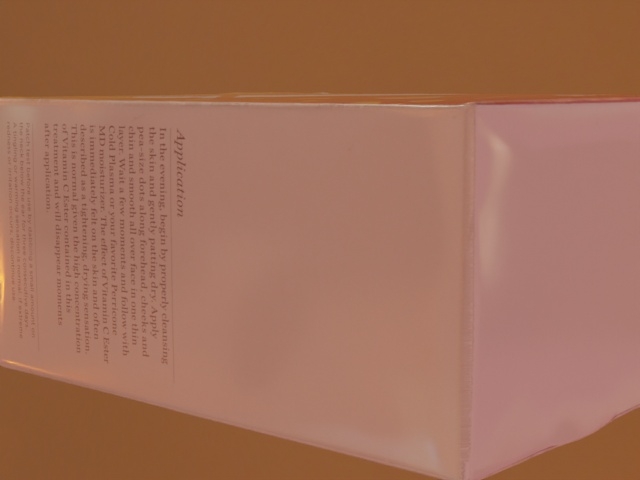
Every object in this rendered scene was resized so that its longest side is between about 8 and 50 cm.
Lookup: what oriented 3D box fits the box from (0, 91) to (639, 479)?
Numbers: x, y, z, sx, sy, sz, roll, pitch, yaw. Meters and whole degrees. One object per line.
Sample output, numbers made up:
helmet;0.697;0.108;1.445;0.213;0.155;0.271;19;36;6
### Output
box;0.000;0.000;0.678;0.215;0.345;0.168;-9;-78;-49
